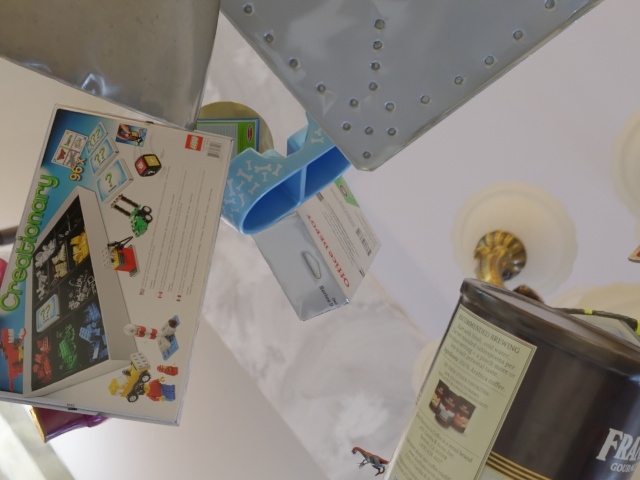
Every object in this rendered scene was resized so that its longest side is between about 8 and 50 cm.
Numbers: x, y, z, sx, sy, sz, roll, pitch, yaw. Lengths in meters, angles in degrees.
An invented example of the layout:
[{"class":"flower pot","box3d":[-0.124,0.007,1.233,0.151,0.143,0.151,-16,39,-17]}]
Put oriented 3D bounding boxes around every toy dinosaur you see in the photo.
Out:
[{"class":"toy dinosaur","box3d":[0.112,0.496,1.529,0.082,0.090,0.047,56,-29,7]}]

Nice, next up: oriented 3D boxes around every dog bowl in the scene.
[{"class":"dog bowl","box3d":[-0.049,-0.117,1.126,0.074,0.297,0.166,48,-19,16]}]

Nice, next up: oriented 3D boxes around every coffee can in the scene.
[{"class":"coffee can","box3d":[0.175,0.199,0.625,0.201,0.201,0.276,24,-83,22]}]

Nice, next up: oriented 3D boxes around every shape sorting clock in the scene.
[{"class":"shape sorting clock","box3d":[-0.192,-0.175,1.332,0.206,0.040,0.206,-7,-63,-14]}]

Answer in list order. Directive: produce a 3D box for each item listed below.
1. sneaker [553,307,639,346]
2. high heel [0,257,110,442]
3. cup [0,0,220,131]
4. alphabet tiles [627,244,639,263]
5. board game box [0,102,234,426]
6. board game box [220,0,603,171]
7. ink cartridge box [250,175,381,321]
[{"class":"sneaker","box3d":[0.373,0.183,0.819,0.384,0.145,0.147,20,-101,-8]},{"class":"high heel","box3d":[-0.522,0.194,1.334,0.127,0.181,0.378,-21,-91,57]},{"class":"cup","box3d":[-0.196,-0.248,0.455,0.331,0.331,0.237,27,-84,21]},{"class":"alphabet tiles","box3d":[0.610,-0.026,0.920,0.011,0.342,0.285,58,-21,-21]},{"class":"board game box","box3d":[-0.210,0.021,0.689,0.192,0.053,0.306,11,-107,-6]},{"class":"board game box","box3d":[0.073,-0.327,0.700,0.389,0.050,0.390,-36,-74,24]},{"class":"ink cartridge box","box3d":[0.000,0.000,1.386,0.121,0.289,0.211,-25,-78,26]}]
